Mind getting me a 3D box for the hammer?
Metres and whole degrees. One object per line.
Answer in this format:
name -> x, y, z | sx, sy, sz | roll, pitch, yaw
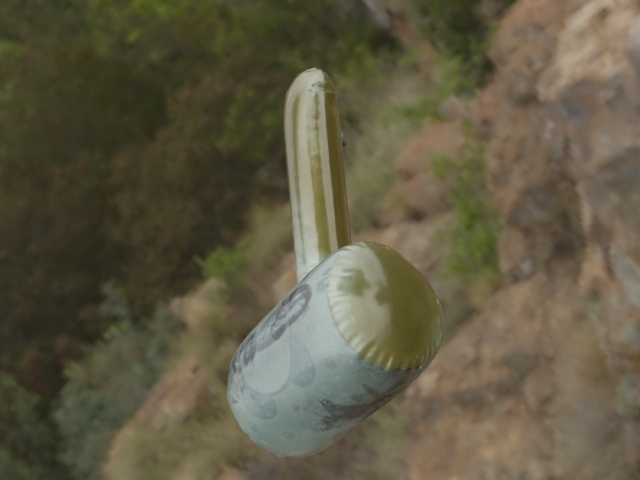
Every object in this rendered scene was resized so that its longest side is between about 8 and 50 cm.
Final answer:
hammer -> 0.000, 0.000, 1.365 | 0.202, 0.113, 0.305 | -42, 44, 45
